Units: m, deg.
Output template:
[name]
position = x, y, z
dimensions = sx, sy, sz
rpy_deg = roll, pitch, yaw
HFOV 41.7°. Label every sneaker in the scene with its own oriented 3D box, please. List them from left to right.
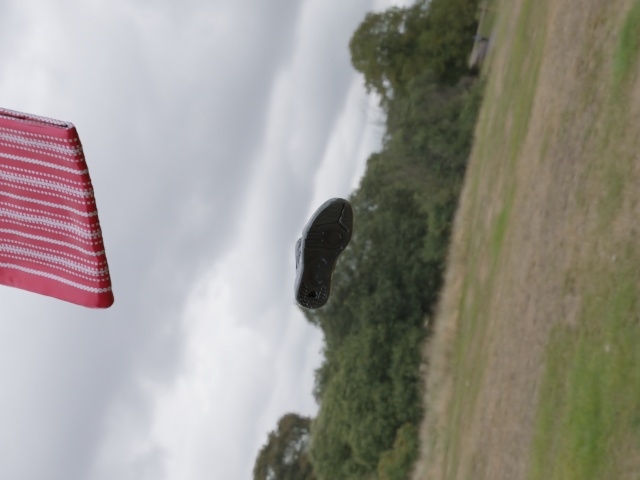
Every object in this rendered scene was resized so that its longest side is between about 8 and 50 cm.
[sneaker]
position = 0.000, 0.000, 1.524
dimensions = 0.130, 0.087, 0.227
rpy_deg = -97, 16, -54

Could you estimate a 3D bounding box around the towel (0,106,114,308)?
[towel]
position = -0.350, -0.036, 0.992
dimensions = 0.031, 0.199, 0.274
rpy_deg = -63, -19, -46
